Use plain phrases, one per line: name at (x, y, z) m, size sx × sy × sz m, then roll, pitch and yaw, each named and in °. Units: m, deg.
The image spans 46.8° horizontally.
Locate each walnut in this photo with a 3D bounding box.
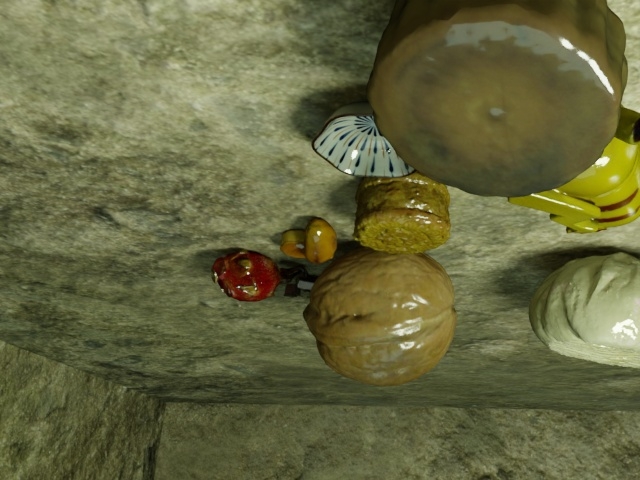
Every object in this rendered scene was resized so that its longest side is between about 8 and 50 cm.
walnut at (0.129, 0.161, 1.605) m, size 0.332 × 0.333 × 0.333 m, roll 5°, pitch 158°, yaw 2°

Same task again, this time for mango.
mango at (0.000, 0.000, 1.534) m, size 0.063 × 0.077 × 0.127 m, roll 23°, pitch 150°, yaw 22°

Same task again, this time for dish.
dish at (0.083, -0.167, 1.126) m, size 0.190 × 0.066 × 0.191 m, roll 6°, pitch 155°, yaw 3°

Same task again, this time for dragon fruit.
dragon fruit at (-0.135, 0.081, 1.741) m, size 0.246 × 0.125 × 0.125 m, roll 0°, pitch 150°, yaw -33°

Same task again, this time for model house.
model house at (-0.045, 0.117, 1.855) m, size 0.083 × 0.057 × 0.058 m, roll 12°, pitch 164°, yaw -15°

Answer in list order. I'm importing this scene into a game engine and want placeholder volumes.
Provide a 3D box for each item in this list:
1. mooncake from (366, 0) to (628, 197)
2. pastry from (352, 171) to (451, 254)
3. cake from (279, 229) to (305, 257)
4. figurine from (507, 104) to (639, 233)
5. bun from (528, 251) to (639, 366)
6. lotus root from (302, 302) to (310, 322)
mooncake at (0.204, -0.189, 0.852) m, size 0.290 × 0.161 × 0.290 m, roll 14°, pitch 147°, yaw 9°
pastry at (0.148, -0.048, 1.347) m, size 0.188 × 0.103 × 0.189 m, roll 5°, pitch 158°, yaw 2°
cake at (-0.046, 0.009, 1.610) m, size 0.084 × 0.044 × 0.084 m, roll 6°, pitch 158°, yaw 3°
figurine at (0.370, -0.110, 1.062) m, size 0.218 × 0.169 × 0.326 m, roll -14°, pitch 152°, yaw 29°
bun at (0.619, 0.143, 1.542) m, size 0.365 × 0.220 × 0.365 m, roll 11°, pitch 168°, yaw 2°
lotus root at (0.058, 0.151, 1.837) m, size 0.258 × 0.097 × 0.110 m, roll -23°, pitch -178°, yaw 30°
